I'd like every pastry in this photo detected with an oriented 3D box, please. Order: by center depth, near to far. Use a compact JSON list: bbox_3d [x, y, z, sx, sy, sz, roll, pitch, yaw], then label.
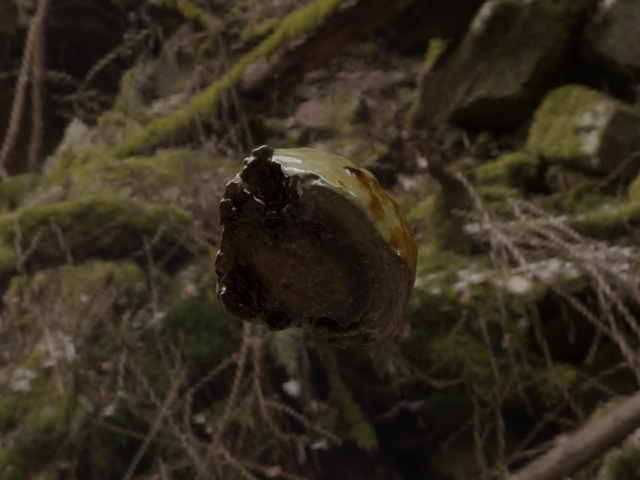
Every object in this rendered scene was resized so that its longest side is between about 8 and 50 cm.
[{"bbox_3d":[0.007,-0.004,1.483,0.236,0.256,0.170,14,38,8],"label":"pastry"}]
